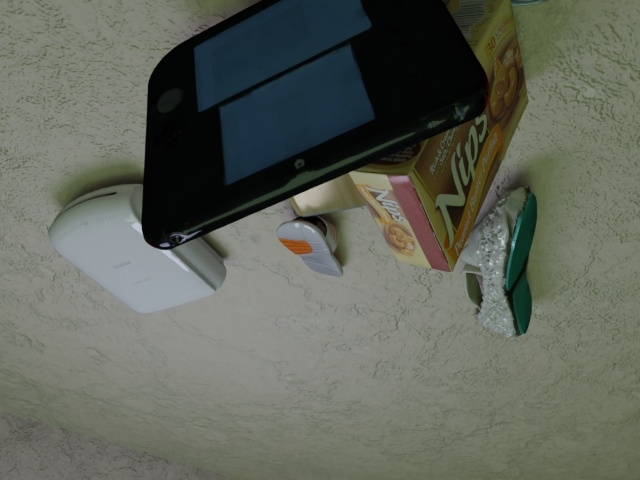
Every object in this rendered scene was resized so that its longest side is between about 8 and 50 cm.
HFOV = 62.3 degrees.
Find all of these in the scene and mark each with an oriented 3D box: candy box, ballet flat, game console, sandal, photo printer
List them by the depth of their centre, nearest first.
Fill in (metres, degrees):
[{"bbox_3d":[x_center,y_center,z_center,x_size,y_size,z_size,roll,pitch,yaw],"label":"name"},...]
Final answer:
[{"bbox_3d":[-0.040,-0.188,0.622,0.386,0.342,0.060,-22,137,13],"label":"game console"},{"bbox_3d":[0.169,-0.142,0.683,0.087,0.316,0.183,12,150,38],"label":"candy box"},{"bbox_3d":[0.337,0.058,1.032,0.146,0.147,0.409,-6,136,15],"label":"ballet flat"},{"bbox_3d":[-0.010,-0.001,1.064,0.101,0.076,0.265,10,161,19],"label":"sandal"},{"bbox_3d":[-0.386,0.019,1.108,0.256,0.107,0.307,-17,133,25],"label":"photo printer"}]

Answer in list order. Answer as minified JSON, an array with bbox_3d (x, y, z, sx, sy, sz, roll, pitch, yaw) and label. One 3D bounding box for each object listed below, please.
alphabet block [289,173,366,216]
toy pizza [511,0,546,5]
[{"bbox_3d":[0.030,-0.177,0.771,0.193,0.192,0.197,-11,134,17],"label":"alphabet block"},{"bbox_3d":[0.255,-0.383,0.627,0.201,0.032,0.201,5,137,5],"label":"toy pizza"}]
